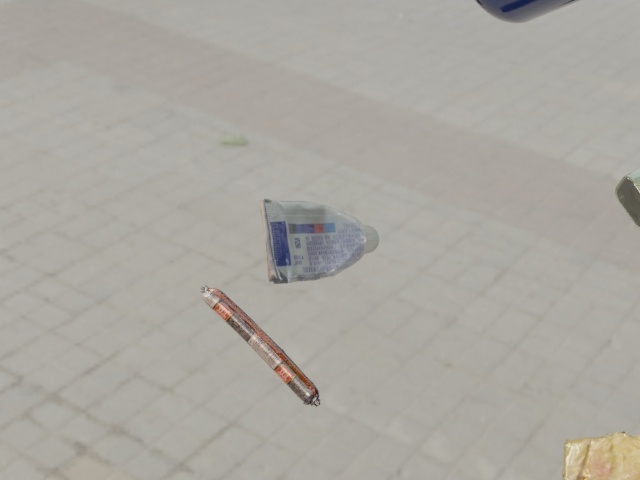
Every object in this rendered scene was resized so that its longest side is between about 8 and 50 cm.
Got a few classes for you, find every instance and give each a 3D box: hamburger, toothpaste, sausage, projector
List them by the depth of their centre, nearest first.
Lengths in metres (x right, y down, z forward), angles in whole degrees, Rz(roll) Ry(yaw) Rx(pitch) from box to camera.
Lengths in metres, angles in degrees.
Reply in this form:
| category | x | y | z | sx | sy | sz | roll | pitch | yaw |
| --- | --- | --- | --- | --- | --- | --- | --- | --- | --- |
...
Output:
| category | x | y | z | sx | sy | sz | roll | pitch | yaw |
| --- | --- | --- | --- | --- | --- | --- | --- | --- | --- |
| sausage | -0.070 | 0.122 | 1.288 | 0.198 | 0.028 | 0.025 | 43 | 2 | 12 |
| hamburger | 0.435 | 0.349 | 1.424 | 0.245 | 0.155 | 0.282 | -34 | 41 | 1 |
| toothpaste | 0.001 | 0.001 | 1.520 | 0.099 | 0.068 | 0.282 | 55 | 26 | 18 |
| projector | 0.519 | -0.075 | 1.710 | 0.082 | 0.083 | 0.083 | -28 | 73 | -11 |

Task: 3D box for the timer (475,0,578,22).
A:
| category | x | y | z | sx | sy | sz | roll | pitch | yaw |
| --- | --- | --- | --- | --- | --- | --- | --- | --- | --- |
| timer | 0.295 | -0.345 | 0.889 | 0.384 | 0.270 | 0.270 | -7 | 17 | 31 |
